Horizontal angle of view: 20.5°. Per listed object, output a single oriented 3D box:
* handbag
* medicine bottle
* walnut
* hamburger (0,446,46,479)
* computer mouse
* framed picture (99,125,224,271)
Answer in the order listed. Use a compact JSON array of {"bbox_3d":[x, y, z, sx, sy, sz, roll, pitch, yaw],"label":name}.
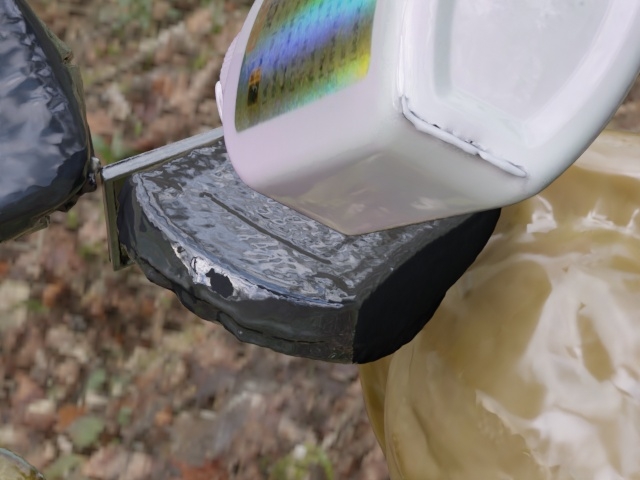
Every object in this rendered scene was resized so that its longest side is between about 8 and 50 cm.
[{"bbox_3d":[-0.253,-0.050,0.974,0.254,0.181,0.181,-28,95,-6],"label":"handbag"},{"bbox_3d":[0.024,-0.062,0.555,0.078,0.219,0.115,25,79,-15],"label":"medicine bottle"},{"bbox_3d":[0.214,0.114,1.061,0.383,0.383,0.383,8,43,-7],"label":"walnut"},{"bbox_3d":[-0.286,0.283,1.221,0.285,0.134,0.265,-30,70,-39],"label":"hamburger"},{"bbox_3d":[0.000,0.000,0.893,0.137,0.086,0.269,29,29,18],"label":"computer mouse"},{"bbox_3d":[-0.081,-0.028,1.086,0.109,0.149,0.011,-19,71,-12],"label":"framed picture"}]
